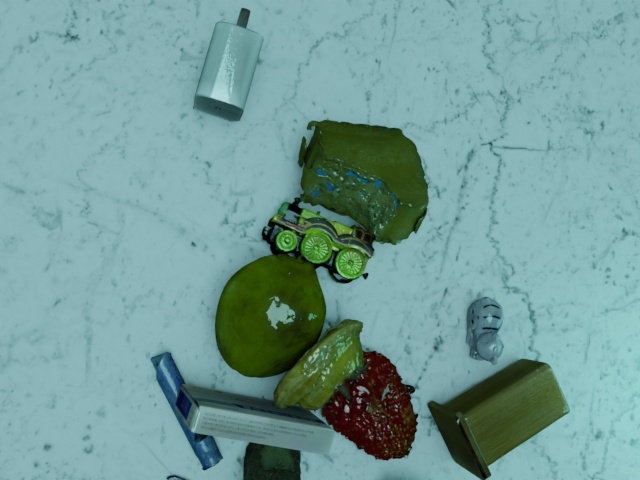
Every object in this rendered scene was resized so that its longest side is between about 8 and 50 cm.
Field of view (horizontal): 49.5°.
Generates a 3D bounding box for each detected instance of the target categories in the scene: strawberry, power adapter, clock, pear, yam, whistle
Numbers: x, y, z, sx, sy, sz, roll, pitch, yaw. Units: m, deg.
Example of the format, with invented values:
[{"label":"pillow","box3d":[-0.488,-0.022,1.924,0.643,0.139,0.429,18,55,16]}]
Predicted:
[{"label":"strawberry","box3d":[0.157,0.436,1.783,0.306,0.138,0.233,40,80,-7]},{"label":"power adapter","box3d":[-0.217,-0.436,1.692,0.124,0.187,0.255,17,85,-12]},{"label":"clock","box3d":[0.449,0.239,1.855,0.080,0.117,0.176,3,88,-12]},{"label":"pear","box3d":[-0.118,0.182,1.668,0.269,0.269,0.321,26,100,-10]},{"label":"yam","box3d":[-0.116,0.585,1.687,0.154,0.254,0.154,-2,111,-6]},{"label":"whistle","box3d":[-0.335,0.420,1.716,0.062,0.062,0.304,-26,94,-11]}]

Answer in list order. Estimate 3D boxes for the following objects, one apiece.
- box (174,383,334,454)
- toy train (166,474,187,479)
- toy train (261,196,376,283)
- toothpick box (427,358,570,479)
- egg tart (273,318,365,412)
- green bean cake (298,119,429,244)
[{"label":"box","box3d":[-0.159,0.424,1.652,0.343,0.200,0.065,17,87,-22]},{"label":"toy train","box3d":[-0.344,0.604,1.733,0.083,0.017,0.017,26,82,-10]},{"label":"toy train","box3d":[0.000,0.000,1.777,0.296,0.100,0.161,23,77,-10]},{"label":"toothpick box","box3d":[0.475,0.453,1.829,0.308,0.190,0.187,-26,93,-15]},{"label":"egg tart","box3d":[0.013,0.313,1.673,0.290,0.290,0.115,-43,78,-9]},{"label":"green bean cake","box3d":[0.093,-0.131,1.722,0.310,0.202,0.285,10,47,-12]}]
